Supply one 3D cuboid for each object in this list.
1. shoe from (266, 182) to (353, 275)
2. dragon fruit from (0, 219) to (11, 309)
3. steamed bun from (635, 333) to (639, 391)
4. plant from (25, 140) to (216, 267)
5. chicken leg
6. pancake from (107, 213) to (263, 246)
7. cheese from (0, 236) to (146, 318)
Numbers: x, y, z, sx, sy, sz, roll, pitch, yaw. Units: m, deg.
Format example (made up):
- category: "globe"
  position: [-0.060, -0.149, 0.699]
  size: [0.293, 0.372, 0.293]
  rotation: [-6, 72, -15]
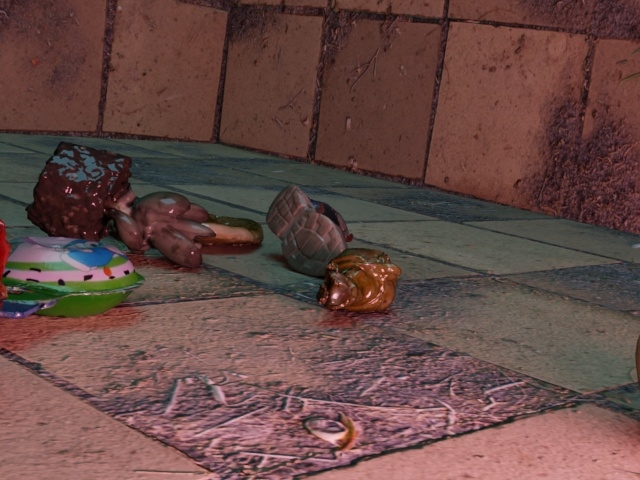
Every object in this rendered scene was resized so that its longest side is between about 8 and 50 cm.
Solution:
- category: "shoe"
  position: [0.000, -0.001, 1.771]
  size: [0.125, 0.099, 0.227]
  rotation: [31, 15, -38]
- category: "dragon fruit"
  position: [-0.384, 0.015, 0.907]
  size: [0.244, 0.244, 0.299]
  rotation: [-2, 30, -44]
- category: "steamed bun"
  position: [0.387, 0.144, 1.020]
  size: [0.170, 0.153, 0.238]
  rotation: [1, -7, 8]
- category: "plant"
  position: [-0.294, -0.037, 1.626]
  size: [0.274, 0.149, 0.146]
  rotation: [21, 48, -15]
- category: "chicken leg"
  position: [0.051, 0.057, 1.461]
  size: [0.103, 0.088, 0.227]
  rotation: [21, 7, 6]
- category: "pancake"
  position: [-0.230, -0.024, 1.878]
  size: [0.282, 0.049, 0.282]
  rotation: [9, 6, -1]
- category: "cheese"
  position: [-0.315, 0.046, 1.243]
  size: [0.204, 0.083, 0.320]
  rotation: [8, 8, 9]
